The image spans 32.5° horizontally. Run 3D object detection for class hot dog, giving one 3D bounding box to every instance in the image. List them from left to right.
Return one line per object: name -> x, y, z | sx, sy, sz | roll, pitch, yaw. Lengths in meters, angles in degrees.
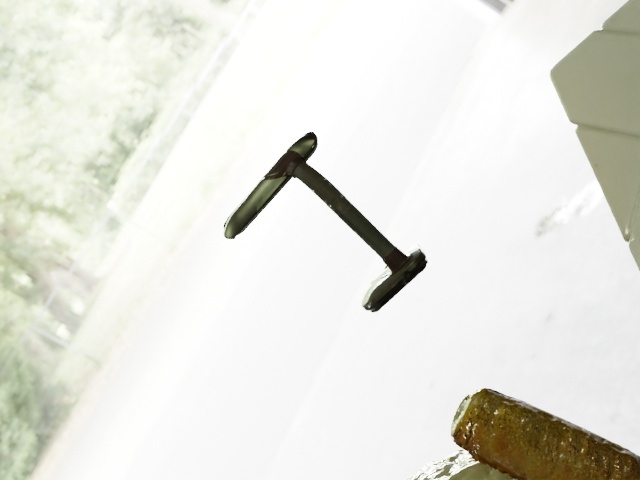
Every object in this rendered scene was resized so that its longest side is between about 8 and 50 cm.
hot dog -> 0.263, 0.229, 1.058 | 0.068, 0.289, 0.083 | -57, -10, -59

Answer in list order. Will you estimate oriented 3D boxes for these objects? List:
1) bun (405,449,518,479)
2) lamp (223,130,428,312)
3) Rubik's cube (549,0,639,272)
bun -> 0.145, 0.374, 1.188 | 0.349, 0.227, 0.352 | -35, 18, 54
lamp -> -0.003, -0.002, 1.589 | 0.203, 0.283, 0.124 | -45, -10, 8
Rubik's cube -> 0.493, -0.123, 1.148 | 0.322, 0.316, 0.319 | -41, 54, 38
